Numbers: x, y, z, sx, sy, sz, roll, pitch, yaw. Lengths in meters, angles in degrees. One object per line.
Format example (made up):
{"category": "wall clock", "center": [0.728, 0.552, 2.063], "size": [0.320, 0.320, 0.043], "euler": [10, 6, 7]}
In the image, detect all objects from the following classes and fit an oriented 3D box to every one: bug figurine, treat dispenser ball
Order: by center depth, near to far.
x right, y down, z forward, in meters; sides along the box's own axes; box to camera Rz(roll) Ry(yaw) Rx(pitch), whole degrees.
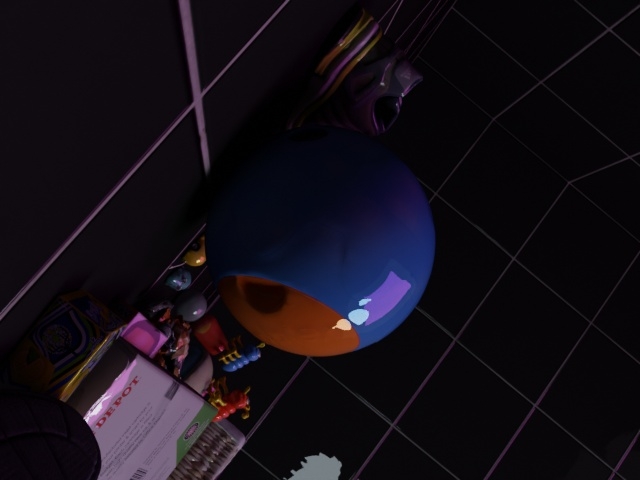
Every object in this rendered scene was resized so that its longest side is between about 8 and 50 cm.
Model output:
{"category": "treat dispenser ball", "center": [0.000, 0.000, 0.807], "size": [0.288, 0.288, 0.288], "euler": [-51, -178, 2]}
{"category": "bug figurine", "center": [-0.214, 0.298, 1.275], "size": [0.216, 0.072, 0.279], "euler": [-28, -166, 10]}

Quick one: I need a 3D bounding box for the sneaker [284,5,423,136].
{"category": "sneaker", "center": [0.037, -0.180, 0.873], "size": [0.111, 0.121, 0.300], "euler": [-51, -178, -18]}

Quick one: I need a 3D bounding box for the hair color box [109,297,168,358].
{"category": "hair color box", "center": [-0.255, 0.146, 0.756], "size": [0.141, 0.043, 0.072], "euler": [-52, 142, -17]}

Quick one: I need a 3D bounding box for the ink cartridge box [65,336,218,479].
{"category": "ink cartridge box", "center": [-0.227, 0.197, 0.692], "size": [0.160, 0.092, 0.219], "euler": [-51, 151, -16]}

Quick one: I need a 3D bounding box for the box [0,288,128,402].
{"category": "box", "center": [-0.243, 0.124, 0.542], "size": [0.169, 0.054, 0.059], "euler": [-51, -178, 1]}

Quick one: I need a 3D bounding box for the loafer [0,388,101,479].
{"category": "loafer", "center": [-0.249, 0.167, 0.383], "size": [0.095, 0.109, 0.302], "euler": [-34, 173, 7]}

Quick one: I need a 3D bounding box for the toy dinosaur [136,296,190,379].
{"category": "toy dinosaur", "center": [-0.253, 0.185, 0.964], "size": [0.322, 0.164, 0.219], "euler": [9, 103, -63]}

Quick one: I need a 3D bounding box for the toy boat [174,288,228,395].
{"category": "toy boat", "center": [-0.301, 0.227, 1.240], "size": [0.267, 0.148, 0.318], "euler": [-21, -164, 34]}

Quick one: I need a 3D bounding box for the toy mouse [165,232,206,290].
{"category": "toy mouse", "center": [-0.204, 0.037, 1.039], "size": [0.161, 0.031, 0.143], "euler": [-52, -178, -41]}

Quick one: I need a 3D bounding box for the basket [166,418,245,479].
{"category": "basket", "center": [-0.410, 0.503, 1.439], "size": [0.328, 0.331, 0.266], "euler": [-50, 180, 24]}
